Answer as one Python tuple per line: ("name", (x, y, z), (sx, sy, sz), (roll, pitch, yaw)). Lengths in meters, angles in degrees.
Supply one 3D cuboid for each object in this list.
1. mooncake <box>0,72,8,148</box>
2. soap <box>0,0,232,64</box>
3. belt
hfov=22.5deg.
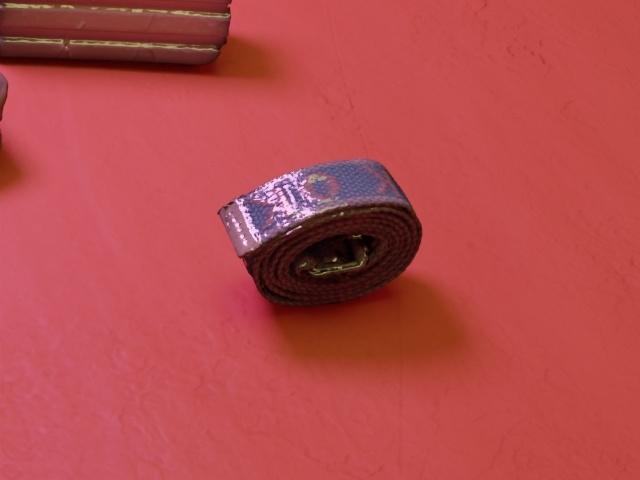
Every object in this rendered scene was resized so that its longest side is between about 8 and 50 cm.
("mooncake", (-0.457, -0.154, 1.537), (0.250, 0.136, 0.254), (-23, 52, -38))
("soap", (-0.228, -0.271, 1.716), (0.261, 0.150, 0.094), (2, 36, -11))
("belt", (0.008, -0.002, 1.474), (0.163, 0.148, 0.082), (-26, 50, 0))
